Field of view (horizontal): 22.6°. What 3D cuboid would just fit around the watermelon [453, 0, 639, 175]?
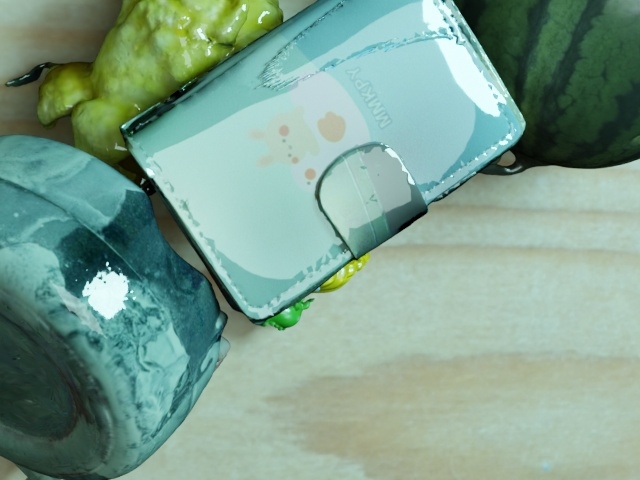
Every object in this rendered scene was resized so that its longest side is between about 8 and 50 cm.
[{"bbox_3d":[0.214,-0.209,1.257,0.279,0.279,0.359,18,99,-22],"label":"watermelon"}]

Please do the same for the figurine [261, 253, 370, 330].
[{"bbox_3d":[0.000,0.000,1.321,0.115,0.095,0.156,4,104,-60],"label":"figurine"}]

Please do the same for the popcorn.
[{"bbox_3d":[-0.112,-0.126,1.221,0.195,0.168,0.173,-45,89,6],"label":"popcorn"}]

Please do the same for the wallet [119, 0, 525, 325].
[{"bbox_3d":[0.005,-0.074,1.139,0.250,0.075,0.176,-35,103,-8],"label":"wallet"}]

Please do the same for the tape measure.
[{"bbox_3d":[-0.203,0.050,1.163,0.256,0.275,0.147,49,50,-16],"label":"tape measure"}]
